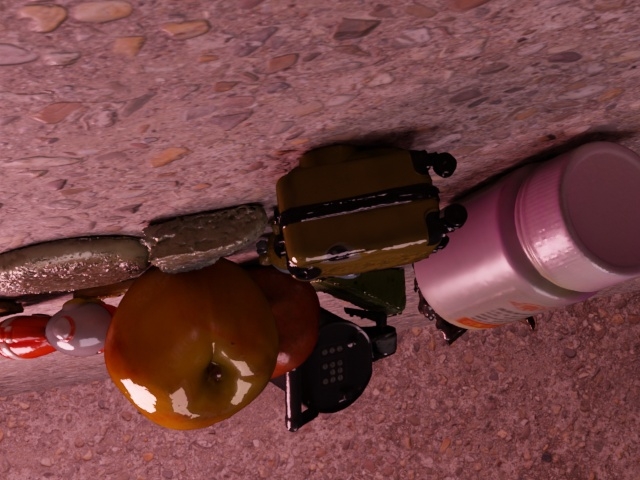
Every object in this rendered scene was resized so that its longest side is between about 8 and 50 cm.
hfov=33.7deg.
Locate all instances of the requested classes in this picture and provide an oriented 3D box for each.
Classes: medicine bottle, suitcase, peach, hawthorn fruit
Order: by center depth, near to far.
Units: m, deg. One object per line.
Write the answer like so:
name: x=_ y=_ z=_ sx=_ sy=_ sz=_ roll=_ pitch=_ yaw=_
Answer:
suitcase: x=0.051 y=-0.037 z=1.343 sx=0.235 sy=0.143 sz=0.194 roll=-10 pitch=170 yaw=-4
medicine bottle: x=0.320 y=0.000 z=1.589 sx=0.219 sy=0.219 sz=0.388 roll=-5 pitch=167 yaw=-26
peach: x=-0.214 y=0.159 z=1.749 sx=0.289 sy=0.289 sz=0.308 roll=-5 pitch=-152 yaw=-23
hawthorn fruit: x=-0.094 y=0.140 z=2.016 sx=0.224 sy=0.224 sz=0.261 roll=-16 pitch=-170 yaw=31

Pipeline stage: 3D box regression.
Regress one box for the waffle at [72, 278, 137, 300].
waffle: x=-0.379 y=0.095 z=1.961 sx=0.153 sy=0.023 sz=0.097 roll=-9 pitch=170 yaw=-2

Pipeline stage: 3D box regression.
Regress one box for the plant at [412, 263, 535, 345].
plant: x=0.263 y=0.076 z=1.922 sx=0.204 sy=0.234 sz=0.178 roll=-19 pitch=173 yaw=15

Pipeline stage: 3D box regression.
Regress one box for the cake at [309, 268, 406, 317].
cake: x=0.080 y=0.088 z=2.320 sx=0.235 sy=0.099 sz=0.100 roll=22 pitch=156 yaw=-30

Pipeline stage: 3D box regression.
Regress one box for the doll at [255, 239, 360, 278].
doll: x=-0.013 y=0.021 z=1.729 sx=0.180 sy=0.075 sz=0.120 roll=4 pitch=172 yaw=44

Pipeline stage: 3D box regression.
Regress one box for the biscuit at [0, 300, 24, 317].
biscuit: x=-0.670 y=0.141 z=1.932 sx=0.231 sy=0.025 sz=0.131 roll=-14 pitch=169 yaw=17

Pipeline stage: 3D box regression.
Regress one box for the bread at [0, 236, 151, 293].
bread: x=-0.388 y=0.044 z=1.645 sx=0.267 sy=0.040 sz=0.267 roll=-9 pitch=169 yaw=-2

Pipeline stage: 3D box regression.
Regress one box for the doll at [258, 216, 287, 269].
doll: x=-0.010 y=-0.007 z=1.587 sx=0.137 sy=0.097 sz=0.209 roll=-12 pitch=165 yaw=-24

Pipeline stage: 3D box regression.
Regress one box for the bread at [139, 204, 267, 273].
bread: x=-0.185 y=0.003 z=1.554 sx=0.232 sy=0.064 sz=0.172 roll=-21 pitch=166 yaw=42

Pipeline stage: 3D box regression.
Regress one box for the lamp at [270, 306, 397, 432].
lamp: x=-0.034 y=0.246 z=2.285 sx=0.272 sy=0.205 sz=0.374 roll=10 pitch=-161 yaw=39

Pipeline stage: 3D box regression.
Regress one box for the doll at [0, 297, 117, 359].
doll: x=-0.476 y=0.161 z=1.918 sx=0.336 sy=0.105 sz=0.200 roll=-7 pitch=171 yaw=26
